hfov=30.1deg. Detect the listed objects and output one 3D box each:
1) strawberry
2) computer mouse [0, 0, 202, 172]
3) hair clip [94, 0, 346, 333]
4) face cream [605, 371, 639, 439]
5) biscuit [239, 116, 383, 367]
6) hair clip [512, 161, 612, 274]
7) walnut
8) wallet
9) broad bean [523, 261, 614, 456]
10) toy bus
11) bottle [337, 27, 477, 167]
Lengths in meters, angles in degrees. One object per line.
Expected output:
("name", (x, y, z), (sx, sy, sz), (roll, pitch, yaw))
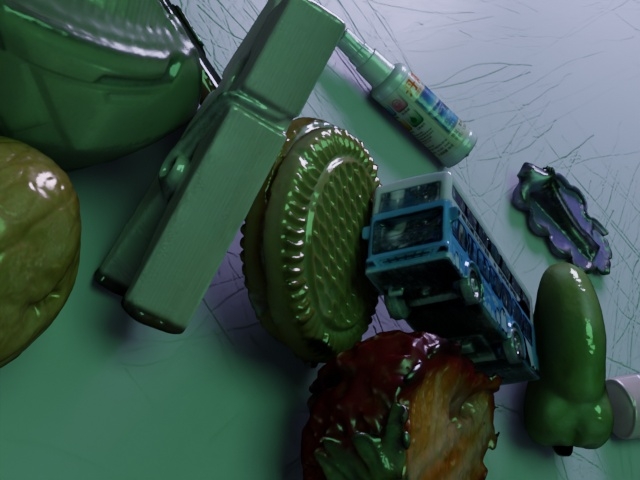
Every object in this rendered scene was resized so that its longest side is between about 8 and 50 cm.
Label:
("strawberry", (0.072, 0.189, 1.199), (0.280, 0.150, 0.254), (-56, 140, -48))
("computer mouse", (-0.296, -0.159, 1.024), (0.428, 0.228, 0.146), (18, 49, -28))
("hair clip", (-0.093, -0.077, 1.103), (0.085, 0.101, 0.331), (28, 95, -21))
("face cream", (0.449, 0.210, 1.561), (0.198, 0.057, 0.084), (-1, 68, -41))
("biscuit", (0.000, 0.000, 1.217), (0.259, 0.079, 0.259), (-12, 103, -63))
("hair clip", (0.337, -0.034, 1.608), (0.195, 0.052, 0.124), (48, 52, -16))
("walnut", (-0.293, 0.016, 0.958), (0.193, 0.193, 0.226), (47, 55, -10))
("wallet", (-0.154, -0.216, 1.233), (0.044, 0.169, 0.317), (-34, 93, 0))
("broad bean", (0.293, 0.141, 1.408), (0.100, 0.169, 0.228), (5, 97, -2))
("toy bus", (0.149, 0.055, 1.288), (0.297, 0.106, 0.131), (50, 35, -48))
("bottle", (0.102, -0.180, 1.485), (0.217, 0.060, 0.060), (40, 48, -15))
